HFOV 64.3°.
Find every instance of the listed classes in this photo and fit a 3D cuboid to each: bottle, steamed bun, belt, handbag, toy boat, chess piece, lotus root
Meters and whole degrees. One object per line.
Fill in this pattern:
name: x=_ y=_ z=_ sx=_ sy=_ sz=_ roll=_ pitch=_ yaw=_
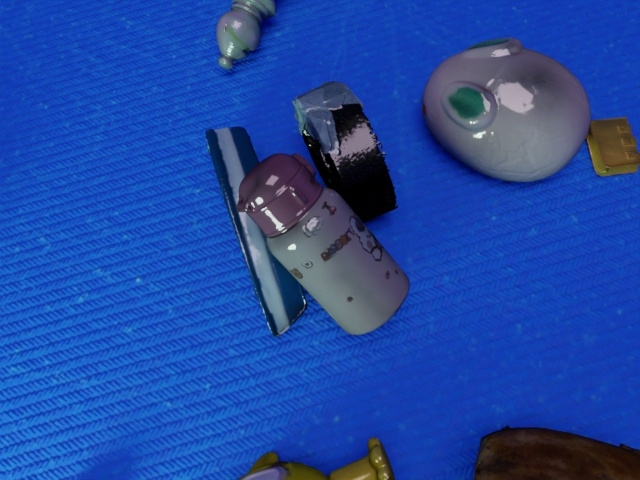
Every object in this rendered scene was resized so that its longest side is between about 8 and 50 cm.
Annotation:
bottle: x=0.000 y=0.000 z=0.611 sx=0.110 sy=0.110 sz=0.233 roll=-44 pitch=108 yaw=-10
steamed bun: x=0.255 y=-0.185 z=0.699 sx=0.228 sy=0.130 sz=0.177 roll=26 pitch=76 yaw=10
belt: x=0.029 y=-0.118 z=0.679 sx=0.078 sy=0.151 sz=0.198 roll=-25 pitch=79 yaw=-3
handbag: x=0.417 y=-0.136 z=0.725 sx=0.061 sy=0.027 sz=0.083 roll=-5 pitch=70 yaw=3
toy boat: x=-0.086 y=-0.017 z=0.688 sx=0.062 sy=0.096 sz=0.299 roll=-17 pitch=75 yaw=-12
chess piece: x=-0.099 y=-0.395 z=0.809 sx=0.139 sy=0.139 sz=0.271 roll=21 pitch=86 yaw=10
lotus root: x=0.290 y=0.301 z=0.524 sx=0.291 sy=0.193 sz=0.193 roll=14 pitch=73 yaw=11

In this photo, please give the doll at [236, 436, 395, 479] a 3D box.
doll: x=-0.076 y=0.341 z=0.558 sx=0.363 sy=0.145 sz=0.199 roll=-28 pitch=32 yaw=4
